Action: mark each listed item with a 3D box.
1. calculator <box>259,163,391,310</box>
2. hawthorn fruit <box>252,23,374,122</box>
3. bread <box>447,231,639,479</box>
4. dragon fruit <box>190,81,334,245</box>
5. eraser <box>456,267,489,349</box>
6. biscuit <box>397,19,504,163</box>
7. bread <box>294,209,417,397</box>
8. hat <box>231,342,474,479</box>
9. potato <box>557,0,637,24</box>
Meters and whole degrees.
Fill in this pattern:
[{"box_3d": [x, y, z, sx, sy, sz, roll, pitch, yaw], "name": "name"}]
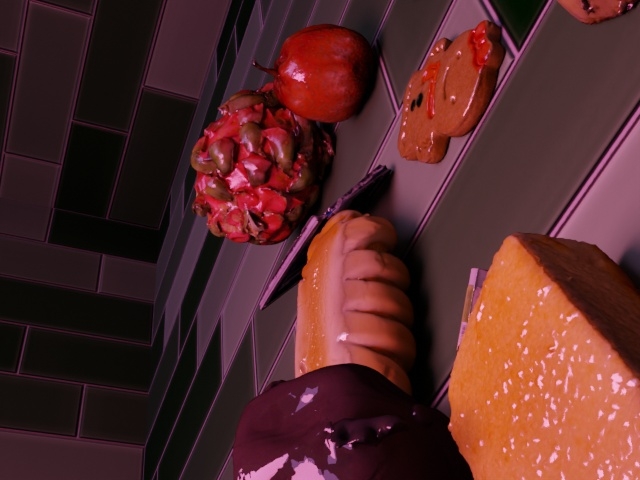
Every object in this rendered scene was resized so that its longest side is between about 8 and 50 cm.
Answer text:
[{"box_3d": [0.000, 0.000, 1.213, 0.165, 0.028, 0.274, -39, -10, -38], "name": "calculator"}, {"box_3d": [-0.014, -0.268, 1.321, 0.157, 0.193, 0.157, -179, 90, -75], "name": "hawthorn fruit"}, {"box_3d": [0.190, 0.136, 0.568, 0.275, 0.114, 0.185, -109, 32, -60], "name": "bread"}, {"box_3d": [-0.106, -0.136, 1.463, 0.303, 0.231, 0.237, -68, 8, -22], "name": "dragon fruit"}, {"box_3d": [0.160, 0.071, 0.814, 0.019, 0.038, 0.083, 167, 115, -76], "name": "eraser"}, {"box_3d": [0.150, -0.179, 1.015, 0.225, 0.036, 0.166, 162, 120, -69], "name": "biscuit"}, {"box_3d": [0.045, 0.106, 1.004, 0.173, 0.121, 0.311, 130, 150, -50], "name": "bread"}, {"box_3d": [0.080, 0.231, 0.713, 0.209, 0.238, 0.336, -46, 53, 34], "name": "hat"}, {"box_3d": [0.251, -0.344, 0.705, 0.299, 0.115, 0.239, 124, 157, -46], "name": "potato"}]
